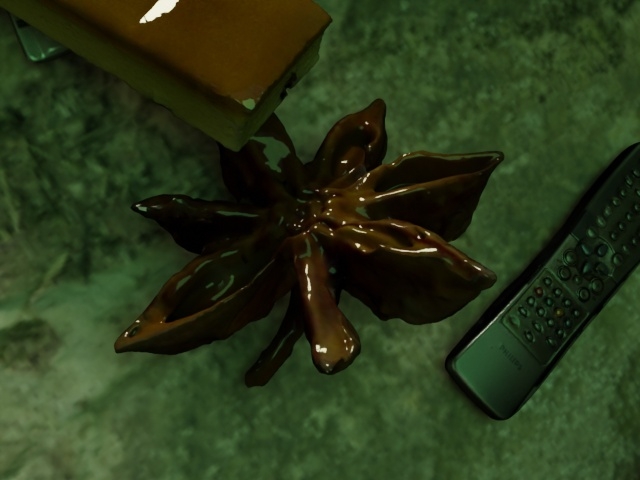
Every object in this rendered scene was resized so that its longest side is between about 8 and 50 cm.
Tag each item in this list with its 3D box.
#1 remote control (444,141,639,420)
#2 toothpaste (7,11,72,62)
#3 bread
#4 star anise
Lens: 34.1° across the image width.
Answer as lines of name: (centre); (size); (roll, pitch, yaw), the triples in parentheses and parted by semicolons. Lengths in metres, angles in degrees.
remote control: (0.160, 0.022, 0.663); (0.059, 0.028, 0.212); (46, 71, -4)
toothpaste: (-0.083, -0.153, 0.604); (0.197, 0.029, 0.048); (-23, 85, -17)
bread: (-0.111, -0.138, 0.551); (0.226, 0.049, 0.088); (33, 63, 7)
star anise: (-0.001, -0.007, 0.569); (0.212, 0.111, 0.196); (-12, 65, 10)
